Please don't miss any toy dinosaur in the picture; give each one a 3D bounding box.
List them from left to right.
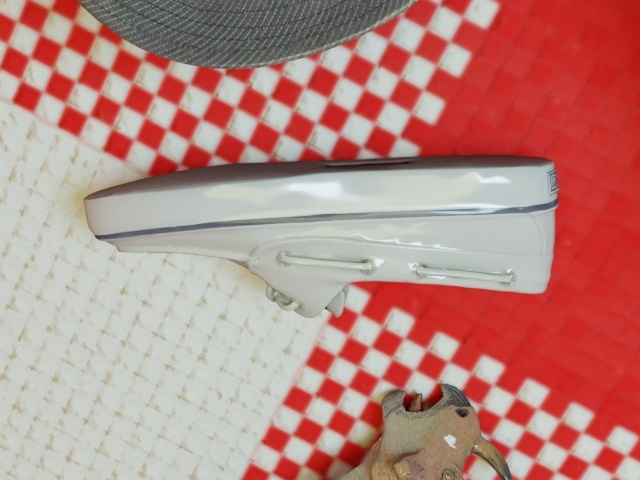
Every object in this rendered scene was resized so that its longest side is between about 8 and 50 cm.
[{"bbox_3d":[0.014,0.247,0.686,0.200,0.127,0.296,2,111,0],"label":"toy dinosaur"}]

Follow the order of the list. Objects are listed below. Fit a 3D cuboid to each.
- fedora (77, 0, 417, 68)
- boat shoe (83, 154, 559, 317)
[{"bbox_3d":[-0.033,-0.222,0.560,0.243,0.124,0.275,-24,92,11],"label":"fedora"},{"bbox_3d":[0.000,0.000,0.636,0.267,0.096,0.088,-3,100,0],"label":"boat shoe"}]
